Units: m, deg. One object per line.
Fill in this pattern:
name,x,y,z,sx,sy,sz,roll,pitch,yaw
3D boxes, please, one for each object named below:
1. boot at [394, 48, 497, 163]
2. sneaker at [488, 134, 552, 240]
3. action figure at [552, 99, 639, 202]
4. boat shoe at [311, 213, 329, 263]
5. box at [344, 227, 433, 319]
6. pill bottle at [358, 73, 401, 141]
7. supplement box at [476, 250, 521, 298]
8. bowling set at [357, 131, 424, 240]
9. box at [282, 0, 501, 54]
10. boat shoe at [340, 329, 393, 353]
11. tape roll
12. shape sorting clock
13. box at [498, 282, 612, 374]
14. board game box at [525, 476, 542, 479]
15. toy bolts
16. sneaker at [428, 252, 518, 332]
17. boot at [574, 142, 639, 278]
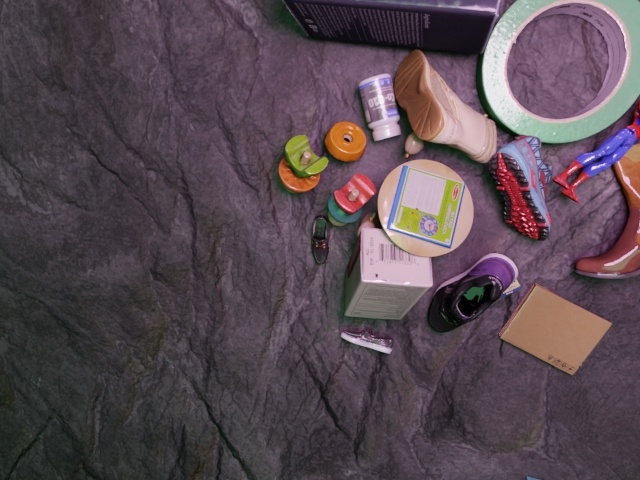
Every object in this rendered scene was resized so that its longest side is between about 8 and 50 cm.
boot,0.279,-0.295,0.911,0.203,0.262,0.095,13,139,-30
sneaker,0.471,-0.113,0.902,0.125,0.104,0.262,-42,123,-13
action figure,0.639,-0.184,0.832,0.091,0.139,0.280,31,108,-35
boat shoe,-0.002,0.000,1.067,0.049,0.042,0.133,3,105,8
box,0.143,0.084,0.937,0.149,0.232,0.126,5,62,-4
pill bottle,0.140,-0.304,0.952,0.078,0.078,0.137,-14,100,13
supplement box,0.424,0.081,0.982,0.056,0.083,0.083,-30,96,15
bowling set,0.224,-0.094,0.944,0.200,0.154,0.287,25,106,4
box,0.157,-0.561,0.794,0.396,0.212,0.293,13,99,13
boat shoe,0.126,0.263,1.103,0.142,0.049,0.040,17,86,5
tape roll,0.504,-0.369,0.871,0.321,0.077,0.321,2,103,11
shape sorting clock,0.218,-0.068,0.854,0.206,0.040,0.206,1,79,-3
box,0.577,0.221,1.018,0.201,0.021,0.164,27,106,4
board game box,0.648,0.743,1.108,0.210,0.047,0.160,11,105,7
toy bolts,0.032,-0.147,1.006,0.218,0.158,0.228,-35,82,-24
sneaker,0.319,0.144,0.949,0.107,0.124,0.283,42,137,13
boot,0.679,-0.068,0.900,0.264,0.096,0.280,-14,94,26
